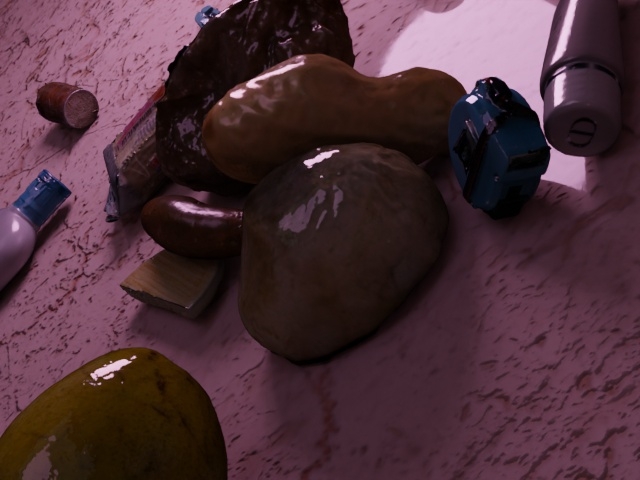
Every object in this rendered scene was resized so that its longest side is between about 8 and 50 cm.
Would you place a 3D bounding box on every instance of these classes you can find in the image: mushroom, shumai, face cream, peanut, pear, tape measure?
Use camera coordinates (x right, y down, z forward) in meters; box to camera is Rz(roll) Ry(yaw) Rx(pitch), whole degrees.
[{"bbox_3d":[-0.003,0.007,1.370,0.267,0.164,0.190,-24,37,29],"label":"mushroom"},{"bbox_3d":[-0.043,-0.162,1.652,0.283,0.217,0.346,43,103,26],"label":"shumai"},{"bbox_3d":[0.287,-0.226,1.369,0.143,0.089,0.314,108,172,-49],"label":"face cream"},{"bbox_3d":[-0.539,0.027,2.013,0.337,0.080,0.163,-48,33,-5],"label":"face cream"},{"bbox_3d":[0.019,-0.146,1.443,0.318,0.148,0.148,-6,39,-2],"label":"peanut"},{"bbox_3d":[-0.219,0.260,1.262,0.252,0.253,0.307,-7,36,43],"label":"pear"},{"bbox_3d":[0.186,-0.099,1.308,0.080,0.146,0.125,-12,57,-16],"label":"tape measure"}]

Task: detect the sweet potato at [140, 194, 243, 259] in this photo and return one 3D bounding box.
[{"bbox_3d":[-0.145,-0.023,1.597,0.346,0.079,0.108,4,29,39],"label":"sweet potato"}]

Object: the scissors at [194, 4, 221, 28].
[{"bbox_3d":[-0.131,-0.329,2.003,0.180,0.032,0.393,-45,32,0],"label":"scissors"}]

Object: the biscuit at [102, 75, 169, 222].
[{"bbox_3d":[-0.228,-0.172,1.873,0.309,0.079,0.186,-45,27,12],"label":"biscuit"}]

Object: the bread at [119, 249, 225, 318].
[{"bbox_3d":[-0.179,0.046,1.641,0.112,0.036,0.193,-49,33,-21],"label":"bread"}]

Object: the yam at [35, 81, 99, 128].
[{"bbox_3d":[-0.457,-0.244,2.232,0.079,0.079,0.141,-54,35,-14],"label":"yam"}]
